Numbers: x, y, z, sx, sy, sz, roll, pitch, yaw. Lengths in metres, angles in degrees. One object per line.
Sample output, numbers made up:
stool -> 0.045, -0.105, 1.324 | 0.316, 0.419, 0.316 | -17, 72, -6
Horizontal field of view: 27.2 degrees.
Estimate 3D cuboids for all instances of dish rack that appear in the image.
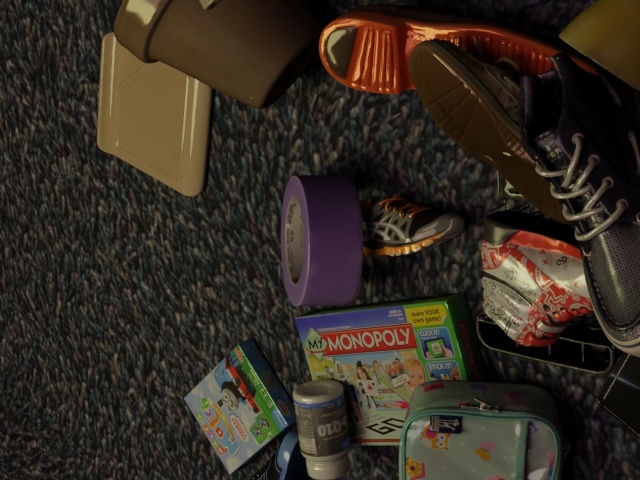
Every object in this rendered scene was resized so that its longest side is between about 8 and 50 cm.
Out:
dish rack -> 0.296, 0.018, 1.675 | 0.208, 0.074, 0.272 | 10, 111, 42

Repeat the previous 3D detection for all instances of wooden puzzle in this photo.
wooden puzzle -> -0.272, -0.212, 2.191 | 0.238, 0.044, 0.221 | 26, 122, 32

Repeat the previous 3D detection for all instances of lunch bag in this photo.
lunch bag -> 0.222, 0.324, 1.793 | 0.224, 0.108, 0.279 | 4, 113, 12

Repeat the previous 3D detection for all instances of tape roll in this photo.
tape roll -> 0.000, 0.000, 1.898 | 0.189, 0.080, 0.189 | 178, 90, -77

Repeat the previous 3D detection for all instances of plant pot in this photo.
plant pot -> -0.122, -0.315, 1.876 | 0.229, 0.263, 0.263 | 40, 132, 4
plant pot -> 0.352, -0.234, 1.496 | 0.134, 0.134, 0.095 | 40, 106, 28

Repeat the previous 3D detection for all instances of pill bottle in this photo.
pill bottle -> 0.004, 0.287, 2.004 | 0.078, 0.078, 0.137 | 7, 111, 44

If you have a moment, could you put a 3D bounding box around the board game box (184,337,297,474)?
board game box -> -0.135, 0.284, 2.239 | 0.160, 0.039, 0.211 | 57, 137, 13

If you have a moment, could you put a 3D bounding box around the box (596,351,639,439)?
box -> 0.438, 0.165, 1.583 | 0.147, 0.077, 0.180 | 41, 130, 26

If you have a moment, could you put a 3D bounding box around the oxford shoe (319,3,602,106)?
oxford shoe -> 0.188, -0.238, 1.656 | 0.363, 0.133, 0.130 | 17, 127, 18

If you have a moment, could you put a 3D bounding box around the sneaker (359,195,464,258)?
sneaker -> 0.110, -0.023, 1.843 | 0.215, 0.084, 0.083 | -8, 95, 48

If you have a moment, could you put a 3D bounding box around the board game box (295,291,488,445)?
board game box -> 0.109, 0.196, 1.954 | 0.317, 0.046, 0.214 | -10, 99, 47

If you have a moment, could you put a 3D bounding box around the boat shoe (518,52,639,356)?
boat shoe -> 0.289, -0.045, 1.415 | 0.127, 0.158, 0.341 | -37, 42, 38

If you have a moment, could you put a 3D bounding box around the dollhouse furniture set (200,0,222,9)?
dollhouse furniture set -> 0.012, -0.474, 1.640 | 0.394, 0.256, 0.362 | -32, 82, 47

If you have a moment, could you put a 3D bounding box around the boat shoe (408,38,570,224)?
boat shoe -> 0.225, -0.142, 1.570 | 0.285, 0.089, 0.104 | 44, 155, -5

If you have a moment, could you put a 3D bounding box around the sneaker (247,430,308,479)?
sneaker -> -0.077, 0.398, 2.193 | 0.090, 0.081, 0.232 | 29, 126, 26

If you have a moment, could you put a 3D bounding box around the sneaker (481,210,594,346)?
sneaker -> 0.303, 0.066, 1.573 | 0.270, 0.090, 0.145 | 21, 117, 42
